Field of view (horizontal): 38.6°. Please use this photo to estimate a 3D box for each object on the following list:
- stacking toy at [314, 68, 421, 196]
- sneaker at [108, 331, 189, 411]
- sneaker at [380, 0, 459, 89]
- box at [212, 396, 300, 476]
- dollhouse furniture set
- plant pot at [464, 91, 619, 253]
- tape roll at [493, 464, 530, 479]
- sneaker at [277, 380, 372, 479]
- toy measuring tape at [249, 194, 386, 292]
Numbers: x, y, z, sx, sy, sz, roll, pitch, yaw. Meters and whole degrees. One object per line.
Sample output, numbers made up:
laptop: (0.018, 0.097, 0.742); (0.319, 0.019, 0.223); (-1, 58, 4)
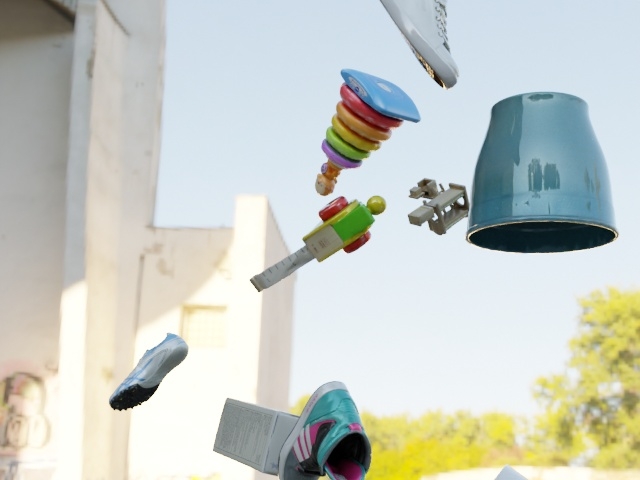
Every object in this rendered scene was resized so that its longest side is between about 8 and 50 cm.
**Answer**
stacking toy: (0.066, -0.225, 2.070); (0.166, 0.175, 0.302); (6, -54, -46)
sneaker: (-0.426, 0.322, 2.238); (0.086, 0.237, 0.085); (33, -22, 40)
sneaker: (0.181, -0.389, 1.543); (0.123, 0.290, 0.106); (-30, -25, 9)
box: (-0.134, 0.470, 2.181); (0.121, 0.148, 0.311); (20, -10, -26)
dollhouse furniture set: (0.279, -0.074, 2.435); (0.182, 0.101, 0.161); (-32, 29, -28)
plant pot: (0.401, -0.126, 1.683); (0.272, 0.255, 0.271); (1, -13, 0)
tape roll: (0.278, 0.606, 1.743); (0.072, 0.392, 0.392); (34, -8, 20)
sneaker: (0.014, 0.457, 1.877); (0.124, 0.178, 0.295); (6, -61, -28)
toy measuring tape: (0.000, 0.000, 1.904); (0.330, 0.121, 0.121); (-33, -30, 17)
